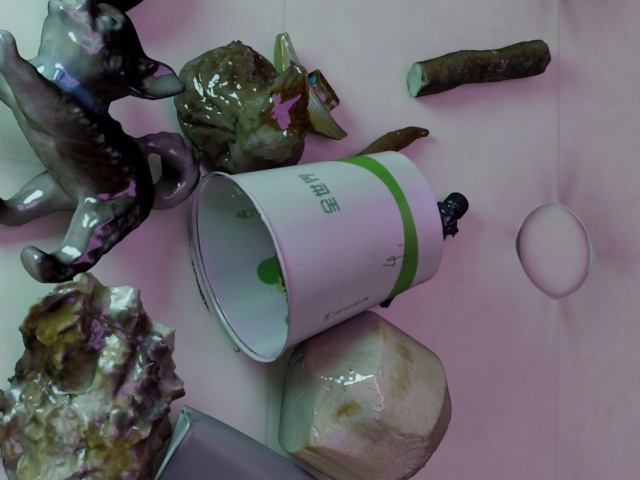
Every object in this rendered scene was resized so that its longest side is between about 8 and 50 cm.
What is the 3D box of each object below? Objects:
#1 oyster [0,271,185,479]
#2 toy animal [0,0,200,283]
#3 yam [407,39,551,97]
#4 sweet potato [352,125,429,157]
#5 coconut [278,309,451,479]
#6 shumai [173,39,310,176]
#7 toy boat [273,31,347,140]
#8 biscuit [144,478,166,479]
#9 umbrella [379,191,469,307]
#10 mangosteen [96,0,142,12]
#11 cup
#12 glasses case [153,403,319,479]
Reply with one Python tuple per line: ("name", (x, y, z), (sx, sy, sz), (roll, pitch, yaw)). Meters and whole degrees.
("oyster", (-0.281, 0.222, 1.806), (0.238, 0.115, 0.351), (17, 85, -24))
("toy animal", (-0.279, -0.157, 1.812), (0.303, 0.194, 0.344), (-20, 123, -36))
("yam", (0.240, -0.264, 2.246), (0.253, 0.061, 0.061), (-14, 88, -31))
("sweet potato", (0.083, -0.120, 2.136), (0.214, 0.050, 0.050), (-41, 102, -32))
("coconut", (0.048, 0.213, 1.958), (0.241, 0.241, 0.241), (6, 78, -29))
("shumai", (-0.089, -0.170, 1.957), (0.166, 0.175, 0.206), (-40, 103, -15))
("toy boat", (-0.019, -0.213, 2.081), (0.066, 0.065, 0.172), (-39, 107, -16))
("biscuit", (-0.205, 0.430, 1.792), (0.296, 0.075, 0.296), (-10, 109, -32))
("umbrella", (0.136, -0.001, 2.137), (0.071, 0.080, 0.224), (35, 56, 18))
("mangosteen", (-0.292, -0.385, 1.905), (0.200, 0.200, 0.200), (6, 78, -29))
("cup", (0.000, 0.000, 1.931), (0.274, 0.253, 0.253), (-19, 91, -27))
("glasses case", (-0.102, 0.324, 1.919), (0.308, 0.083, 0.128), (36, 85, -35))
